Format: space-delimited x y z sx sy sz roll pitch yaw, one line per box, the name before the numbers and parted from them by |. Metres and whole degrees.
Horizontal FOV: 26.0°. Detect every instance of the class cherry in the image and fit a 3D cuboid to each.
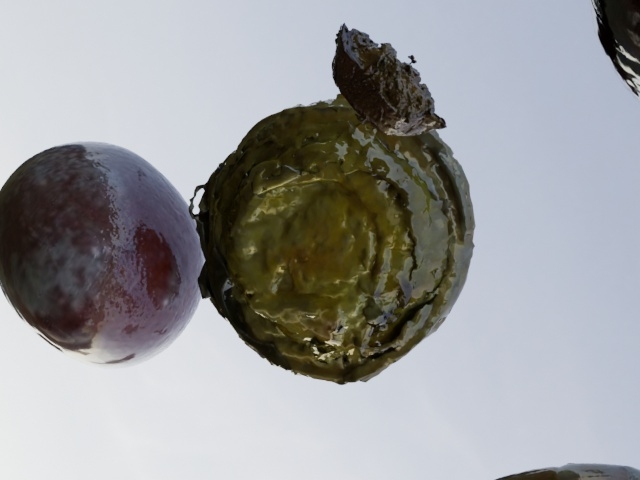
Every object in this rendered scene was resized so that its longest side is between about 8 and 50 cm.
cherry | -0.228 0.012 1.428 0.213 0.236 0.285 -59 -165 7

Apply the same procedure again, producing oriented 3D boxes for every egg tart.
egg tart | 0.000 0.000 1.297 0.107 0.290 0.291 -33 136 -74

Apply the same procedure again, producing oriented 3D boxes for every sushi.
sushi | 0.055 -0.128 1.136 0.060 0.118 0.061 -49 -171 45

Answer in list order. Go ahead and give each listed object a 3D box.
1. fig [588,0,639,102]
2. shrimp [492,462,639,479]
fig | 0.241 -0.157 0.710 0.214 0.235 0.235 35 -54 7
shrimp | 0.180 0.225 1.023 0.289 0.178 0.075 89 -7 -50
